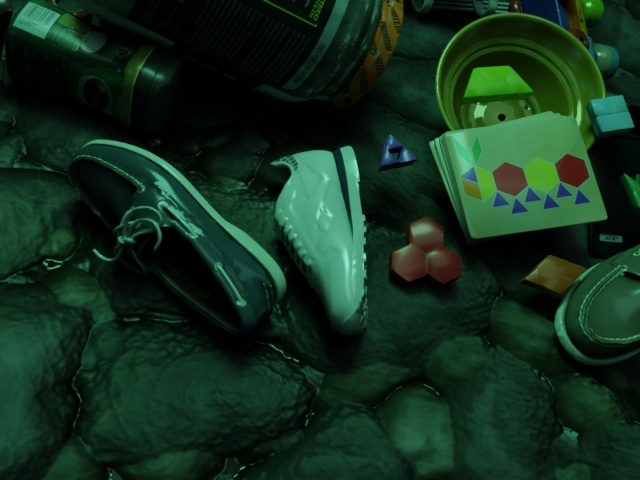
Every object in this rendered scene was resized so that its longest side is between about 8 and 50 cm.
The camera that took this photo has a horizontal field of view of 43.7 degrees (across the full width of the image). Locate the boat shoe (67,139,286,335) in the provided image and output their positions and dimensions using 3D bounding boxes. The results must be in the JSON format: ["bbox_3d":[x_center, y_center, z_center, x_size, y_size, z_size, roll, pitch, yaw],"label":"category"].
[{"bbox_3d":[-0.152,-0.002,0.773,0.254,0.095,0.079,41,39,3],"label":"boat shoe"}]

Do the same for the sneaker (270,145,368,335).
[{"bbox_3d":[0.000,0.000,0.838,0.095,0.090,0.235,-3,49,-5],"label":"sneaker"}]

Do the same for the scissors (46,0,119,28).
[{"bbox_3d":[-0.335,-0.378,1.061,0.109,0.021,0.297,-13,56,-26],"label":"scissors"}]

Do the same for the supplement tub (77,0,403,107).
[{"bbox_3d":[-0.085,-0.290,0.912,0.338,0.207,0.207,21,46,-28],"label":"supplement tub"}]

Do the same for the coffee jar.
[{"bbox_3d":[-0.247,-0.191,0.886,0.184,0.096,0.079,22,52,-2],"label":"coffee jar"}]

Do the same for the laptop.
[{"bbox_3d":[0.427,-0.089,1.091,0.234,0.136,0.264,5,26,-16],"label":"laptop"}]

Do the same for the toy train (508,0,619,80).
[{"bbox_3d":[0.360,-0.352,1.177,0.143,0.105,0.248,-1,79,-35],"label":"toy train"}]

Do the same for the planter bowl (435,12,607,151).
[{"bbox_3d":[0.244,-0.173,1.025,0.217,0.090,0.217,1,75,-5],"label":"planter bowl"}]

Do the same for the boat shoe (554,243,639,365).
[{"bbox_3d":[0.391,0.045,0.908,0.305,0.091,0.109,-24,75,-29],"label":"boat shoe"}]

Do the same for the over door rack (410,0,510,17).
[{"bbox_3d":[0.225,-0.485,1.277,0.239,0.108,0.324,-1,53,-20],"label":"over door rack"}]

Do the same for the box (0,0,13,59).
[{"bbox_3d":[-0.440,-0.242,0.784,0.203,0.167,0.168,-20,84,-31],"label":"box"}]

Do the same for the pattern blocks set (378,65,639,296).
[{"bbox_3d":[0.228,-0.073,0.929,0.325,0.026,0.285,0,71,-8],"label":"pattern blocks set"}]
